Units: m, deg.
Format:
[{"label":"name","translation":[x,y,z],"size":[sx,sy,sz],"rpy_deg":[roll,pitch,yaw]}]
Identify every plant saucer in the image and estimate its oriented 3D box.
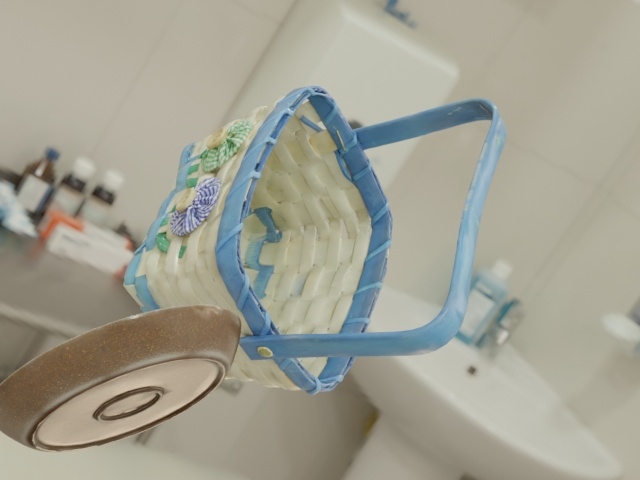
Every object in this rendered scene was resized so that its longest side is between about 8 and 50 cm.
[{"label":"plant saucer","translation":[-0.123,0.092,0.856],"size":[0.168,0.168,0.029],"rpy_deg":[8,52,-57]}]

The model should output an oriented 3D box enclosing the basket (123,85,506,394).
[{"label":"basket","translation":[0.000,0.000,1.113],"size":[0.201,0.289,0.255],"rpy_deg":[61,33,-37]}]
